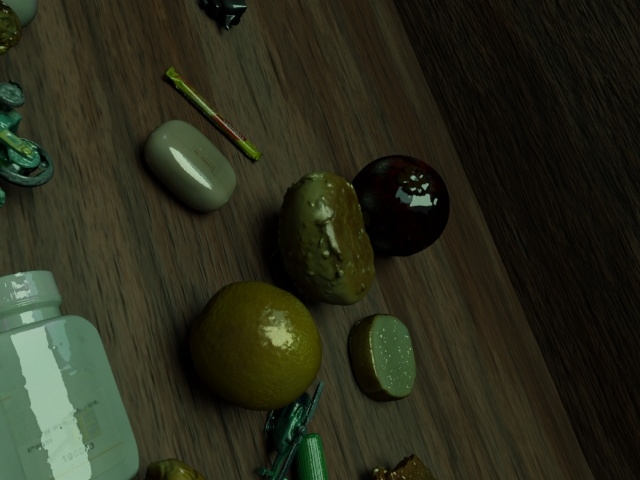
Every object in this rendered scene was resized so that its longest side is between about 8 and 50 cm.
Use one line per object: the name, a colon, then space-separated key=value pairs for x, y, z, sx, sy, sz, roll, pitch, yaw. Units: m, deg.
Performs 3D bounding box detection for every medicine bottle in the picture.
medicine bottle: x=-0.001 y=0.520 z=0.866 sx=0.111 sy=0.076 sz=0.309 roll=22 pitch=52 yaw=-51
medicine bottle: x=-0.354 y=0.193 z=0.599 sx=0.161 sy=0.111 sz=0.296 roll=-17 pitch=83 yaw=-50

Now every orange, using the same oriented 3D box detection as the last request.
orange: x=-0.110 y=0.183 z=0.823 sx=0.236 sy=0.236 sz=0.236 roll=30 pitch=46 yaw=-38

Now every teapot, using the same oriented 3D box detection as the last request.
teapot: x=-0.278 y=-0.651 z=1.272 sx=0.096 sy=0.087 sz=0.177 roll=-30 pitch=92 yaw=-32

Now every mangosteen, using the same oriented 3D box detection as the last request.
mangosteen: x=0.216 y=-0.084 z=1.409 sx=0.306 sy=0.359 sz=0.306 roll=6 pitch=60 yaw=-11

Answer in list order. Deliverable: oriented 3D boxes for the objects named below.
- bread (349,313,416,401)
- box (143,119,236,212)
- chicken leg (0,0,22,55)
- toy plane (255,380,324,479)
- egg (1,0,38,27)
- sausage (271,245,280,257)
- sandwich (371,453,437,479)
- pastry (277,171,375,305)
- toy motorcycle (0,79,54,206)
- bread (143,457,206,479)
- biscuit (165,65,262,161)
bread: x=0.166 y=0.302 z=1.229 sx=0.236 sy=0.070 sz=0.236 roll=30 pitch=48 yaw=-39
box: x=-0.260 y=-0.150 z=0.957 sx=0.200 sy=0.088 sz=0.146 roll=45 pitch=40 yaw=-22
chicken leg: x=-0.560 y=-0.332 z=0.656 sx=0.251 sy=0.087 sz=0.107 roll=17 pitch=20 yaw=-16
toy plane: x=-0.061 y=0.371 z=0.876 sx=0.060 sy=0.096 sz=0.235 roll=39 pitch=59 yaw=-26
egg: x=-0.527 y=-0.390 z=0.756 sx=0.103 sy=0.103 sz=0.135 roll=59 pitch=39 yaw=-6
sausage: x=-0.093 y=0.014 z=1.129 sx=0.015 sy=0.015 sz=0.100 roll=54 pitch=36 yaw=-13
sandwich: x=0.195 y=0.595 z=1.042 sx=0.292 sy=0.109 sz=0.212 roll=8 pitch=63 yaw=-49
pastry: x=0.000 y=0.000 z=1.092 sx=0.284 sy=0.184 sz=0.316 roll=-42 pitch=116 yaw=-65
toy motorcycle: x=-0.511 y=-0.168 z=0.623 sx=0.296 sy=0.109 sz=0.198 roll=42 pitch=33 yaw=-11
bread: x=-0.161 y=0.456 z=0.608 sx=0.149 sy=0.195 sz=0.344 roll=-24 pitch=90 yaw=-50
biscuit: x=-0.249 y=-0.293 z=1.121 sx=0.292 sy=0.026 sz=0.048 roll=43 pitch=20 yaw=-27
